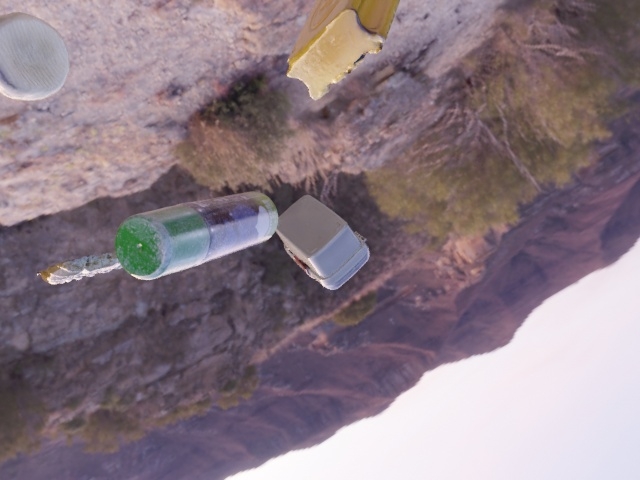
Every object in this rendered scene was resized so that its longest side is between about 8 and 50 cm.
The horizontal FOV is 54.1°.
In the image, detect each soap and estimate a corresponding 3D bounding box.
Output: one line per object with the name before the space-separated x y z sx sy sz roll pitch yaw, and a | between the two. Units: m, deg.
soap | 0.055 -0.431 1.189 0.204 0.096 0.324 -31 -149 43

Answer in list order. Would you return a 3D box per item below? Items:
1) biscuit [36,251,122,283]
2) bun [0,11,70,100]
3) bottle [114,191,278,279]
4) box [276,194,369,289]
biscuit | -0.458 0.049 1.305 0.187 0.036 0.273 -17 -179 39
bun | -0.717 -0.435 1.494 0.127 0.222 0.222 9 -160 36
bottle | -0.172 -0.016 0.945 0.093 0.093 0.330 -36 175 22
box | 0.000 0.000 1.433 0.148 0.210 0.129 -42 131 -7
